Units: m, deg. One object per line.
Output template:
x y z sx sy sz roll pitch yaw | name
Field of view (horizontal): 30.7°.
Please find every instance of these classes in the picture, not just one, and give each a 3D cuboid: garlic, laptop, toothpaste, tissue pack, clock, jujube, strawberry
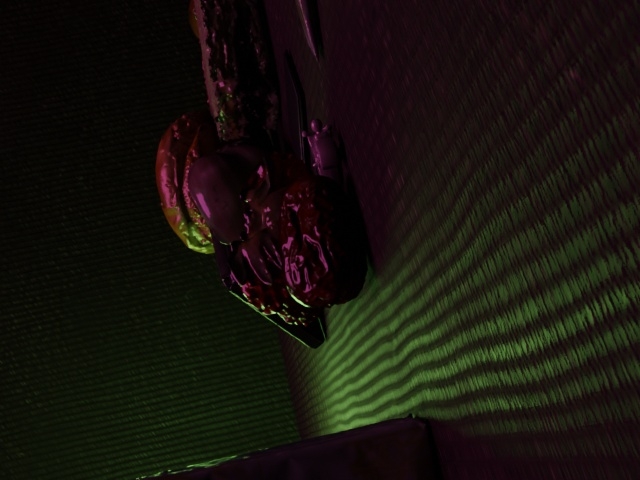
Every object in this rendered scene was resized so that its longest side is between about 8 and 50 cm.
-0.146 -0.069 2.215 0.292 0.210 0.237 58 158 20 | garlic
-0.041 -0.211 1.936 0.180 0.016 0.129 85 171 -48 | laptop
-0.023 -0.329 1.518 0.048 0.029 0.197 -112 9 -60 | toothpaste
-0.044 0.380 1.342 0.162 0.388 0.287 157 102 -82 | tissue pack
0.004 -0.119 1.590 0.129 0.041 0.087 87 167 -79 | clock
0.000 0.000 1.533 0.109 0.112 0.176 103 159 -75 | jujube
-0.012 0.005 1.719 0.306 0.137 0.233 34 -122 -62 | strawberry
-0.116 0.069 2.295 0.273 0.049 0.279 38 -160 -34 | clock

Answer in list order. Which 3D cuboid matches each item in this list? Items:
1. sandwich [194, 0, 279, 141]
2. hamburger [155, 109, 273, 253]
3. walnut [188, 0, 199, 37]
-0.167 -0.360 2.275 0.262 0.131 0.325 -151 53 -80 | sandwich
-0.217 -0.129 2.458 0.290 0.170 0.314 -29 -70 -52 | hamburger
-0.221 -0.495 2.542 0.245 0.137 0.137 120 138 -76 | walnut
